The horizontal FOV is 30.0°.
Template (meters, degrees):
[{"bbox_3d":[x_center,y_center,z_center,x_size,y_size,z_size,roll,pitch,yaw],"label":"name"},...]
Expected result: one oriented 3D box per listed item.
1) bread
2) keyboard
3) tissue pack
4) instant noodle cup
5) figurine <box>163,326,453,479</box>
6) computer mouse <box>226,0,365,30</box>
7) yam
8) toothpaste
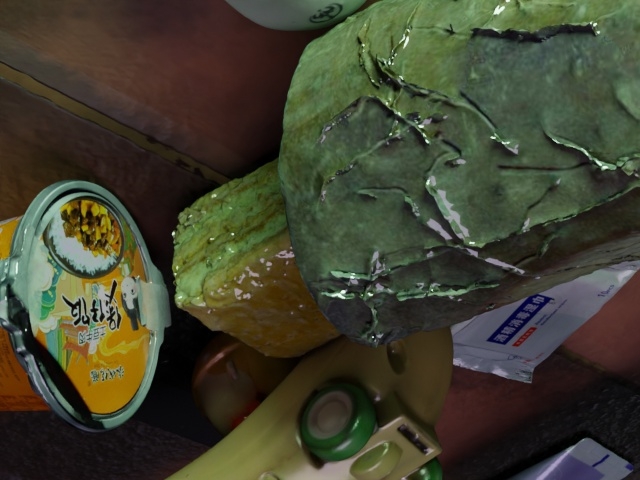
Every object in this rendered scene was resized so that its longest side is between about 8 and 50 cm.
[{"bbox_3d":[0.000,0.000,0.878,0.196,0.102,0.138,-27,142,20],"label":"bread"},{"bbox_3d":[-0.108,0.160,1.134,0.101,0.018,0.309,-32,138,30],"label":"keyboard"},{"bbox_3d":[0.183,0.063,1.064,0.122,0.026,0.193,10,139,-23],"label":"tissue pack"},{"bbox_3d":[-0.212,0.053,0.860,0.125,0.178,0.208,-9,158,21],"label":"instant noodle cup"},{"bbox_3d":[-0.034,0.148,0.980,0.324,0.222,0.124,-36,132,11],"label":"figurine"},{"bbox_3d":[-0.030,-0.172,0.681,0.089,0.056,0.181,-34,137,23],"label":"computer mouse"},{"bbox_3d":[0.126,-0.070,0.685,0.271,0.202,0.201,-7,124,34],"label":"yam"},{"bbox_3d":[0.188,0.341,1.401,0.371,0.080,0.125,-35,137,23],"label":"toothpaste"}]
